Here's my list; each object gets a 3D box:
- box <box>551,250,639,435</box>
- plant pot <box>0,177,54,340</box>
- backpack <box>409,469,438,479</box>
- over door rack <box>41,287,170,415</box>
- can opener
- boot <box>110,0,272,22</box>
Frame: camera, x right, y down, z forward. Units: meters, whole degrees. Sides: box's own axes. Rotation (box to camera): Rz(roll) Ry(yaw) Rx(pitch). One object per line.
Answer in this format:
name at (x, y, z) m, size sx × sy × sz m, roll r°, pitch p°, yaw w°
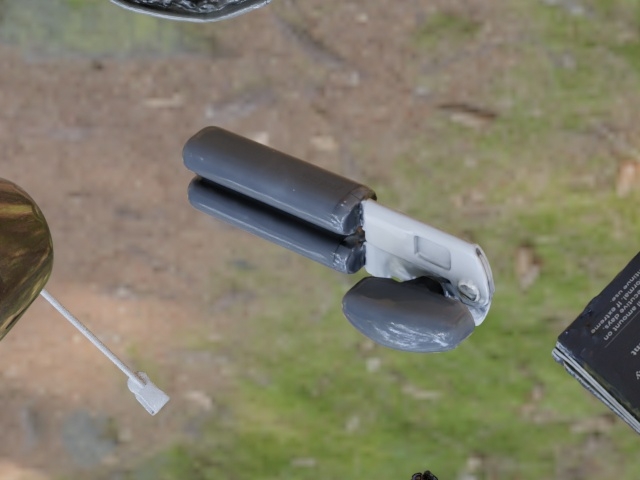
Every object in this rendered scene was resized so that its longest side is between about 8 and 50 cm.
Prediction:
box at (0.555, 0.227, 1.798) m, size 0.480 × 0.297 × 0.472 m, roll 41°, pitch -175°, yaw -32°
plant pot at (-0.321, 0.030, 1.437) m, size 0.215 × 0.215 × 0.230 m, roll -13°, pitch -171°, yaw 38°
backpack at (0.084, 0.269, 1.553) m, size 0.105 × 0.114 × 0.084 m, roll 36°, pitch 133°, yaw -17°
over door rack at (-0.322, 0.131, 1.751) m, size 0.324 × 0.239 × 0.108 m, roll 46°, pitch 169°, yaw -13°
can opener at (0.000, 0.000, 1.379) m, size 0.283 × 0.095 × 0.076 m, roll 23°, pitch 137°, yaw 30°
boot at (-0.072, -0.191, 0.940) m, size 0.190 × 0.208 × 0.076 m, roll -11°, pitch 142°, yaw 30°
